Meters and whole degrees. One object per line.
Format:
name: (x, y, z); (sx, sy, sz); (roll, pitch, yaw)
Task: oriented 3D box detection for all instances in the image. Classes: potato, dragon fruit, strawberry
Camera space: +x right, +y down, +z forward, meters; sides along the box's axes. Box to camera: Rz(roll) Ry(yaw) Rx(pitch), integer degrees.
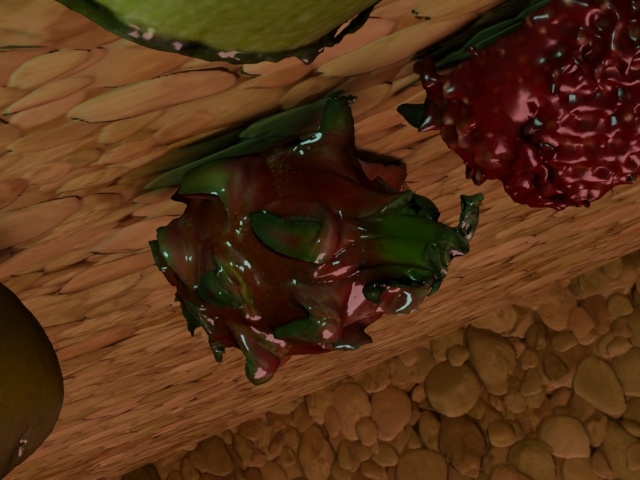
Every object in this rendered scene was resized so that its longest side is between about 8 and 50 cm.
potato: (-0.223, 0.077, 1.057); (0.157, 0.157, 0.194); (-24, -176, 18)
dragon fruit: (-0.001, -0.004, 1.055); (0.135, 0.137, 0.236); (-34, -177, -38)
strawberry: (0.169, -0.089, 1.033); (0.188, 0.106, 0.286); (-16, 170, -40)

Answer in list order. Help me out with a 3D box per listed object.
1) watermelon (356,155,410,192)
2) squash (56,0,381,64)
watermelon: (0.011, -0.015, 1.315); (0.119, 0.063, 0.245); (-35, 170, 5)
squash: (0.034, -0.139, 0.315); (0.132, 0.132, 0.247); (-14, 167, -42)
